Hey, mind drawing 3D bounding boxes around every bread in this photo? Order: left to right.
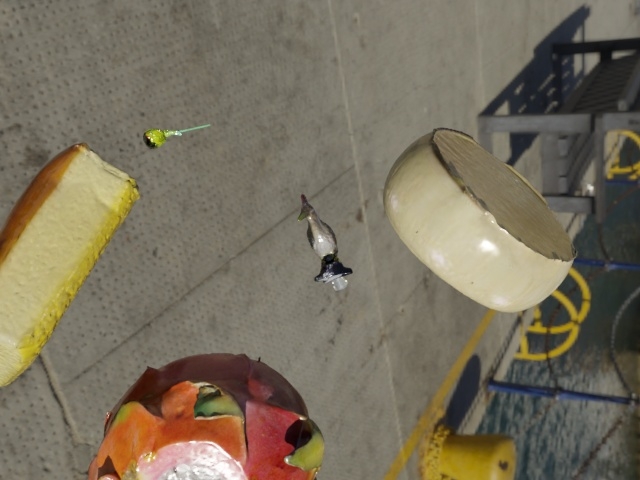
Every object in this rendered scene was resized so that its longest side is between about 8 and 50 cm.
[{"bbox_3d":[-0.445,0.044,1.079,0.143,0.323,0.333,34,55,-17],"label":"bread"}]

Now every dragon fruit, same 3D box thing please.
[{"bbox_3d":[-0.134,0.279,0.819,0.189,0.290,0.291,-108,-171,-70],"label":"dragon fruit"}]

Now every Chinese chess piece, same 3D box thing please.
[{"bbox_3d":[0.195,-0.028,0.849,0.103,0.250,0.249,-51,161,28],"label":"Chinese chess piece"}]

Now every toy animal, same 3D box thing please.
[{"bbox_3d":[0.001,0.005,1.321,0.105,0.070,0.203,-33,98,-84],"label":"toy animal"}]

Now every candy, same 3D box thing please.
[{"bbox_3d":[-0.255,-0.191,1.231,0.122,0.035,0.035,-16,96,-17],"label":"candy"}]
